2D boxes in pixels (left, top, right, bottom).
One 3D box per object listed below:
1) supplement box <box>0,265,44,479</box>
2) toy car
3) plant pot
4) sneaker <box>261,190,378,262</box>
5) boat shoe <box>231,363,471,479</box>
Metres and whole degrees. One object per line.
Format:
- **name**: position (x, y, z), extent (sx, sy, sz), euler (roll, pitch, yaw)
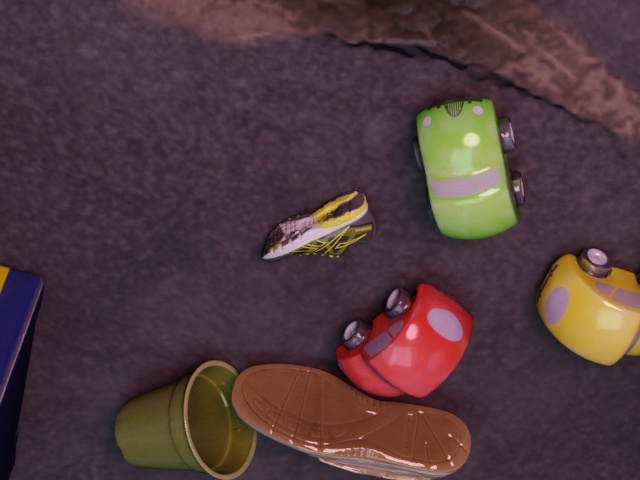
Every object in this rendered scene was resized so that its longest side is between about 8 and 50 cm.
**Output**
- **supplement box**: position (-0.390, 0.110, 1.148), extent (0.356, 0.195, 0.194), euler (14, 129, -4)
- **toy car**: position (0.105, 0.012, 1.076), extent (0.239, 0.053, 0.225), euler (-10, 129, 11)
- **plant pot**: position (-0.101, 0.131, 1.204), extent (0.079, 0.083, 0.083), euler (-12, 127, 32)
- **sneaker**: position (0.000, 0.000, 1.107), extent (0.083, 0.031, 0.035), euler (-24, 122, 24)
- **boat shoe**: position (0.018, 0.135, 1.194), extent (0.170, 0.063, 0.059), euler (18, 153, 1)
